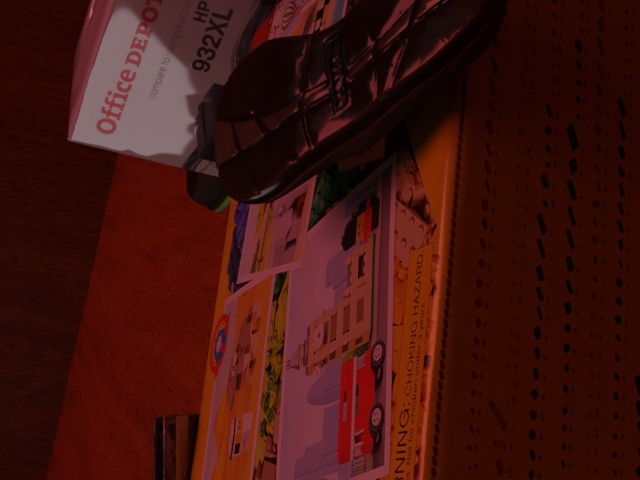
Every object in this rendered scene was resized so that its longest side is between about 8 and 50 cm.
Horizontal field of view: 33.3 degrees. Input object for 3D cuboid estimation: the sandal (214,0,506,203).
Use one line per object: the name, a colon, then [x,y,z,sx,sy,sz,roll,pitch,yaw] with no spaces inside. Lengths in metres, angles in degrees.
sandal: [0.017,-0.076,0.546,0.219,0.060,0.090,-30,55,43]

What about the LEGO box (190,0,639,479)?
LEGO box: [0.072,0.040,0.682,0.372,0.193,0.500,149,131,-63]

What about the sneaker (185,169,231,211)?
sneaker: [-0.198,-0.226,1.431,0.483,0.202,0.185,80,-173,-49]

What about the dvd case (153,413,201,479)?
dvd case: [-0.045,0.217,0.848,0.018,0.221,0.164,-6,81,40]

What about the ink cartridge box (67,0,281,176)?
ink cartridge box: [-0.064,-0.174,1.018,0.223,0.307,0.129,122,153,-44]
